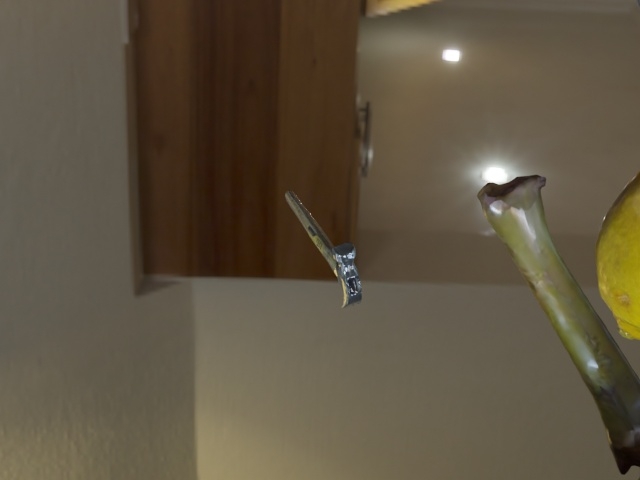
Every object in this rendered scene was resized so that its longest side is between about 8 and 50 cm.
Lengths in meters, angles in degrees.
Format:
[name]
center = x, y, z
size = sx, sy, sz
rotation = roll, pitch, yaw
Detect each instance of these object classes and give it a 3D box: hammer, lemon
[hammer]
center = 0.000, 0.000, 0.924
size = 0.017, 0.062, 0.182
rotation = -18, -153, -9
[lemon]
center = 0.395, 0.006, 1.191
size = 0.188, 0.257, 0.188
rotation = 28, -155, -14

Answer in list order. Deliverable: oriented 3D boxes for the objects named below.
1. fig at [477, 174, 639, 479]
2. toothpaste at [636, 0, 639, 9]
[fig]
center = 0.099, 0.132, 0.283
size = 0.203, 0.186, 0.249
rotation = 7, -140, 1
[toothpaste]
center = 0.196, -0.160, 0.661
size = 0.036, 0.205, 0.056
rotation = -19, 165, 6
